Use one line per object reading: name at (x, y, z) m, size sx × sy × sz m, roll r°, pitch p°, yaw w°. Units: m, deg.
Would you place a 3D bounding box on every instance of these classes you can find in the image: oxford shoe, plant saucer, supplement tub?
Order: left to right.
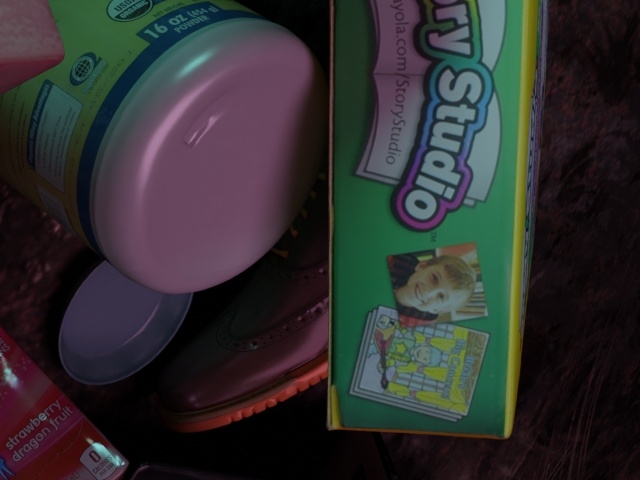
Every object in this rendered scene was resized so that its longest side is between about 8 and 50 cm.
supplement tub at (-0.108, -0.078, 0.653) m, size 0.144 × 0.200 × 0.144 m, roll -33°, pitch 141°, yaw -32°
plant saucer at (-0.141, 0.046, 0.884) m, size 0.119 × 0.021 × 0.119 m, roll -32°, pitch 140°, yaw -33°
oxford shoe at (0.000, 0.000, 0.970) m, size 0.364 × 0.130 × 0.132 m, roll -41°, pitch 116°, yaw -16°

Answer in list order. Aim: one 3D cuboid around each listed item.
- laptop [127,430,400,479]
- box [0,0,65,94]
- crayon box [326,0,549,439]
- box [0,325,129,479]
laptop at (-0.121, 0.313, 1.040) m, size 0.382 × 0.236 × 0.408 m, roll -61°, pitch -170°, yaw 8°
box at (-0.231, -0.091, 0.446) m, size 0.232 × 0.149 × 0.126 m, roll -24°, pitch 94°, yaw -63°
crayon box at (0.076, -0.112, 0.732) m, size 0.313 × 0.106 × 0.362 m, roll -51°, pitch 143°, yaw -72°
box at (-0.248, 0.180, 0.731) m, size 0.257 × 0.128 × 0.122 m, roll -43°, pitch 176°, yaw -20°
